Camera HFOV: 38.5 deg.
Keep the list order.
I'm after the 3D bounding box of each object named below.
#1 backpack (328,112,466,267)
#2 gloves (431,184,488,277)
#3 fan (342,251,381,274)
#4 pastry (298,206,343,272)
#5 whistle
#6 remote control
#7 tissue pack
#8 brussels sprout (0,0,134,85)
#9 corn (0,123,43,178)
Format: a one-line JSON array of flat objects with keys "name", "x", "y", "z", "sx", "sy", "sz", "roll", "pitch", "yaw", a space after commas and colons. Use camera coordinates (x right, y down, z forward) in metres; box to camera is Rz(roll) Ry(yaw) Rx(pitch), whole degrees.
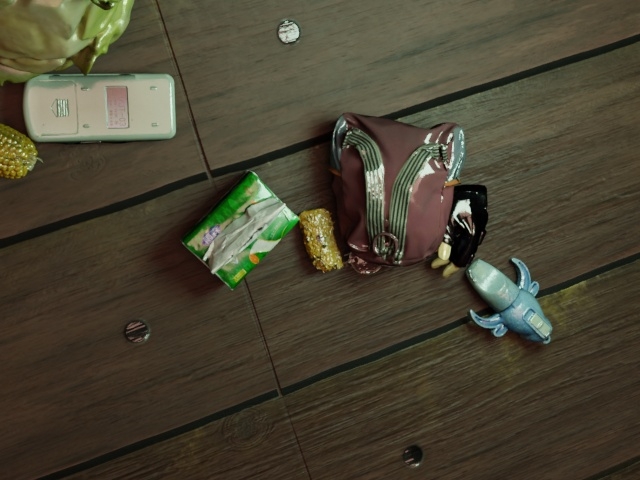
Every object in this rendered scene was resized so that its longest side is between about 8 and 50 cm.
[{"name": "backpack", "x": 0.150, "y": -0.101, "z": 1.923, "sx": 0.283, "sy": 0.197, "sz": 0.318, "roll": 8, "pitch": 93, "yaw": 11}, {"name": "gloves", "x": 0.304, "y": -0.016, "z": 2.016, "sx": 0.124, "sy": 0.164, "sz": 0.204, "roll": 11, "pitch": 106, "yaw": 27}, {"name": "fan", "x": 0.082, "y": 0.041, "z": 2.031, "sx": 0.133, "sy": 0.005, "sz": 0.085, "roll": -17, "pitch": 102, "yaw": -13}, {"name": "pastry", "x": 0.000, "y": 0.000, "z": 1.979, "sx": 0.079, "sy": 0.056, "sz": 0.140, "roll": -12, "pitch": 91, "yaw": -19}, {"name": "whistle", "x": 0.435, "y": 0.146, "z": 2.101, "sx": 0.269, "sy": 0.093, "sz": 0.180, "roll": 44, "pitch": 79, "yaw": -9}, {"name": "remote control", "x": -0.440, "y": -0.263, "z": 1.828, "sx": 0.296, "sy": 0.056, "sz": 0.140, "roll": -3, "pitch": 96, "yaw": -13}, {"name": "tissue pack", "x": -0.163, "y": -0.021, "z": 1.882, "sx": 0.209, "sy": 0.156, "sz": 0.148, "roll": -45, "pitch": 103, "yaw": -4}, {"name": "brussels sprout", "x": -0.515, "y": -0.511, "z": 1.641, "sx": 0.425, "sy": 0.342, "sz": 0.361, "roll": -10, "pitch": 59, "yaw": 18}, {"name": "corn", "x": -0.682, "y": -0.204, "z": 1.749, "sx": 0.310, "sy": 0.101, "sz": 0.102, "roll": 25, "pitch": 91, "yaw": -18}]
